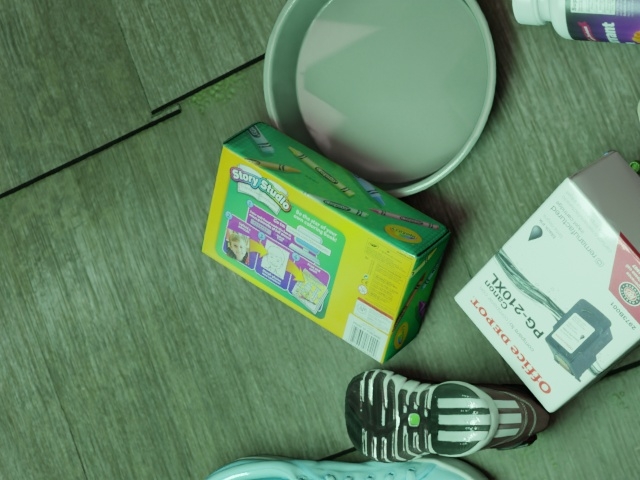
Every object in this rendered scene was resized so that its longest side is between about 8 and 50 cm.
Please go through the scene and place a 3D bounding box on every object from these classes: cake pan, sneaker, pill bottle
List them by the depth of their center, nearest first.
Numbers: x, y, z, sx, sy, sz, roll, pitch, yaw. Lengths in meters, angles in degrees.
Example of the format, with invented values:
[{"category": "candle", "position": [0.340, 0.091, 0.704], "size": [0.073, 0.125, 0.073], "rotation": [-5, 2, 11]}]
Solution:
[{"category": "pill bottle", "position": [0.312, -0.269, 1.660], "size": [0.194, 0.108, 0.108], "rotation": [8, 95, 24]}, {"category": "sneaker", "position": [0.155, 0.206, 1.756], "size": [0.281, 0.163, 0.106], "rotation": [0, 87, 60]}, {"category": "sneaker", "position": [0.018, 0.321, 1.791], "size": [0.366, 0.150, 0.135], "rotation": [-5, 91, 24]}, {"category": "cake pan", "position": [0.074, -0.194, 1.800], "size": [0.293, 0.054, 0.293], "rotation": [1, 93, 24]}]

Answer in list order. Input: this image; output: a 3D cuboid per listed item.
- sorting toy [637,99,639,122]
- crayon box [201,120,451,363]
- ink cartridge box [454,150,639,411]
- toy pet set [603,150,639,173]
[{"category": "sorting toy", "position": [0.429, -0.062, 1.579], "size": [0.038, 0.208, 0.193], "rotation": [147, 116, -62]}, {"category": "crayon box", "position": [0.000, 0.000, 1.792], "size": [0.278, 0.081, 0.165], "rotation": [31, 130, 20]}, {"category": "ink cartridge box", "position": [0.278, 0.048, 1.629], "size": [0.172, 0.100, 0.237], "rotation": [51, 137, 12]}, {"category": "toy pet set", "position": [0.343, -0.027, 1.678], "size": [0.122, 0.065, 0.114], "rotation": [23, 101, 22]}]
